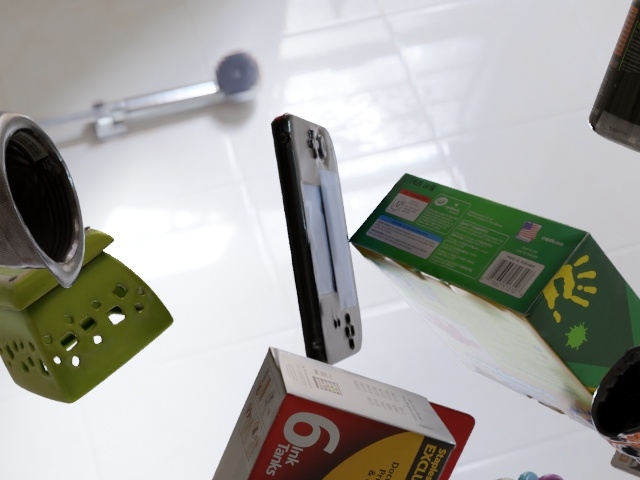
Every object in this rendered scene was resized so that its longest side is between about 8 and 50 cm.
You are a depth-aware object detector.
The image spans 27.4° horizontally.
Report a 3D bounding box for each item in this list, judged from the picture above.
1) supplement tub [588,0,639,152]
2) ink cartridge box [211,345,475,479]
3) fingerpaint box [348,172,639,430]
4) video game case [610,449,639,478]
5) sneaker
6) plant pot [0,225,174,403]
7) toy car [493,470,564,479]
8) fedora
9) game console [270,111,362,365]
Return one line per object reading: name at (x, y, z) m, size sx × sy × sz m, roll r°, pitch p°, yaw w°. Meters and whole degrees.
supplement tub at (0.370, -0.191, 1.397) m, size 0.117 × 0.117 × 0.190 m, roll -127°, pitch -129°, yaw -59°
ink cartridge box at (0.016, 0.312, 1.464) m, size 0.130 × 0.272 × 0.309 m, roll -120°, pitch -129°, yaw -68°
fingerpaint box at (0.311, 0.103, 2.023) m, size 0.371 × 0.163 × 0.445 m, roll 46°, pitch -12°, yaw -31°
video game case at (0.441, 0.208, 1.475) m, size 0.190 × 0.173 × 0.022 m, roll 18°, pitch -12°, yaw 44°
sneaker at (0.415, 0.147, 1.270) m, size 0.180 × 0.321 × 0.124 m, roll 28°, pitch 44°, yaw -53°
plant pot at (-0.411, 0.103, 2.107) m, size 0.227 × 0.228 × 0.207 m, roll 4°, pitch -53°, yaw 54°
toy car at (0.392, 0.480, 2.337) m, size 0.159 × 0.136 × 0.182 m, roll 45°, pitch -3°, yaw -33°
fedora at (-0.417, -0.042, 1.748) m, size 0.275 × 0.124 × 0.243 m, roll -96°, pitch 164°, yaw -57°
game console at (0.000, 0.000, 2.081) m, size 0.342 × 0.060 × 0.386 m, roll 5°, pitch 76°, yaw -83°
